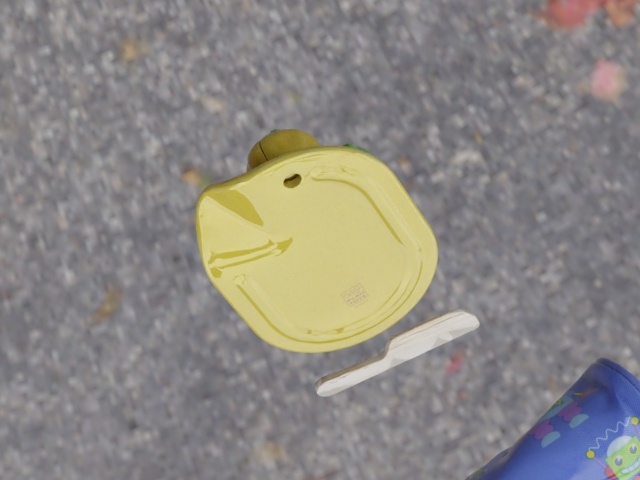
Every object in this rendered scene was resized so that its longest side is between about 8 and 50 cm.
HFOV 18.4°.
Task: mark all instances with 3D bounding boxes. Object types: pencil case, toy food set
[{"bbox_3d":[0.134,0.215,1.468,0.306,0.133,0.119,-36,96,-1],"label":"pencil case"},{"bbox_3d":[0.000,0.000,1.228,0.128,0.071,0.218,-30,137,5],"label":"toy food set"}]
